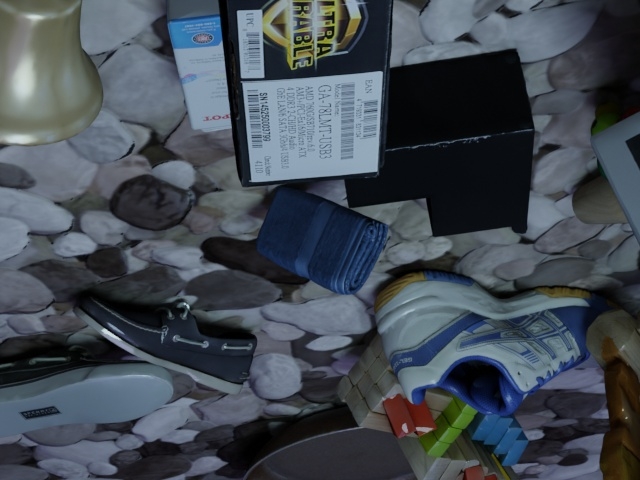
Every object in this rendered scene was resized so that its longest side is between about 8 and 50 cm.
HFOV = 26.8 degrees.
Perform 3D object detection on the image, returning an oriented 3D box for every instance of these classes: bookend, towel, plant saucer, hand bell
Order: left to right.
[{"bbox_3d":[-0.163,-0.186,0.783,0.126,0.126,0.242,5,134,-21],"label":"hand bell"},{"bbox_3d":[0.000,0.000,1.089,0.119,0.067,0.029,24,179,45],"label":"towel"},{"bbox_3d":[0.057,0.264,1.627,0.311,0.050,0.310,-6,149,-4],"label":"plant saucer"},{"bbox_3d":[0.082,-0.063,1.049,0.156,0.072,0.157,-8,151,3],"label":"bookend"}]

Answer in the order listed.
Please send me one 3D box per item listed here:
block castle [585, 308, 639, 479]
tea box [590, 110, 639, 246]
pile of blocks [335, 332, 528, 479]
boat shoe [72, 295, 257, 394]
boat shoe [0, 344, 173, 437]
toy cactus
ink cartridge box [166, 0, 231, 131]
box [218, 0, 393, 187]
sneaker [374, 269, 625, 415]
[{"bbox_3d":[0.473,0.161,1.191,0.453,0.303,0.213,-23,128,27],"label":"block castle"},{"bbox_3d":[0.403,0.001,0.906,0.329,0.220,0.323,-28,152,15],"label":"tea box"},{"bbox_3d":[0.161,0.219,1.445,0.149,0.112,0.362,-36,135,6],"label":"pile of blocks"},{"bbox_3d":[-0.144,0.085,1.284,0.206,0.075,0.065,29,91,-39],"label":"boat shoe"},{"bbox_3d":[-0.249,0.137,1.317,0.219,0.070,0.078,-9,139,11],"label":"boat shoe"},{"bbox_3d":[0.280,-0.056,1.107,0.219,0.112,0.180,11,164,-33],"label":"toy cactus"},{"bbox_3d":[-0.054,-0.133,0.917,0.089,0.052,0.122,-7,149,-1],"label":"ink cartridge box"},{"bbox_3d":[-0.020,-0.220,0.535,0.073,0.295,0.293,-5,149,-5],"label":"box"},{"bbox_3d":[0.189,0.118,1.329,0.296,0.131,0.112,6,145,-25],"label":"sneaker"}]
